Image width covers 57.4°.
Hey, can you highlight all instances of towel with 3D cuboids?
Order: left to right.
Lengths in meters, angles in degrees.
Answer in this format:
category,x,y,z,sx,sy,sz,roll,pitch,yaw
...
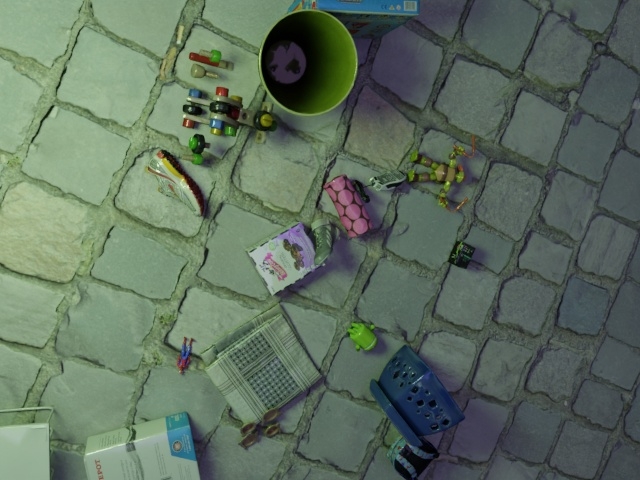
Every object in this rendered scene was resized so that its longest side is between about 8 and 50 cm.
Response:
category,x,y,z,sx,sy,sz,roll,pitch,yaw
towel,-0.188,0.410,1.898,0.312,0.056,0.324,-33,104,-11

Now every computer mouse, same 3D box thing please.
category,x,y,z,sx,sy,sz,roll,pitch,yaw
computer mouse,0.201,-0.183,1.939,0.193,0.106,0.042,-19,134,-21

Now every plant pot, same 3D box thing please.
category,x,y,z,sx,sy,sz,roll,pitch,yaw
plant pot,-0.068,-0.510,1.688,0.274,0.293,0.275,-5,107,-15
plant pot,0.311,0.535,1.986,0.212,0.236,0.236,-38,106,-2

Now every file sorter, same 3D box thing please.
category,x,y,z,sx,sy,sz,roll,pitch,yaw
file sorter,-0.857,0.628,1.650,0.193,0.173,0.278,0,96,-17

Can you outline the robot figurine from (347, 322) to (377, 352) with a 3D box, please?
category,x,y,z,sx,sy,sz,roll,pitch,yaw
robot figurine,0.147,0.329,1.987,0.115,0.067,0.101,44,71,-18

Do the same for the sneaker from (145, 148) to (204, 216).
category,x,y,z,sx,sy,sz,roll,pitch,yaw
sneaker,-0.430,-0.160,1.747,0.092,0.088,0.225,-34,106,10

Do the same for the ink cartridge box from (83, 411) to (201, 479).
category,x,y,z,sx,sy,sz,roll,pitch,yaw
ink cartridge box,-0.536,0.683,1.781,0.307,0.129,0.223,-11,100,-16

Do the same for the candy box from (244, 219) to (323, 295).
category,x,y,z,sx,sy,sz,roll,pitch,yaw
candy box,-0.116,0.055,1.869,0.196,0.070,0.165,-31,105,-12

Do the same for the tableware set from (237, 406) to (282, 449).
category,x,y,z,sx,sy,sz,roll,pitch,yaw
tableware set,-0.197,0.616,1.908,0.168,0.020,0.141,-23,134,-19

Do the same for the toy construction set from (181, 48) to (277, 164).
category,x,y,z,sx,sy,sz,roll,pitch,yaw
toy construction set,-0.261,-0.400,1.723,0.237,0.257,0.309,4,72,-36

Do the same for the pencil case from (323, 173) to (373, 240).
category,x,y,z,sx,sy,sz,roll,pitch,yaw
pencil case,0.086,-0.110,1.903,0.095,0.098,0.209,-32,102,-28

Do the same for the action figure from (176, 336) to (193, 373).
category,x,y,z,sx,sy,sz,roll,pitch,yaw
action figure,-0.427,0.362,1.832,0.038,0.030,0.115,12,95,-24

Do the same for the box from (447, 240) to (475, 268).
category,x,y,z,sx,sy,sz,roll,pitch,yaw
box,0.499,0.051,2.067,0.052,0.062,0.083,25,88,-18

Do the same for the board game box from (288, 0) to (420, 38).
category,x,y,z,sx,sy,sz,roll,pitch,yaw
board game box,0.088,-0.676,1.723,0.308,0.302,0.086,-4,97,-18

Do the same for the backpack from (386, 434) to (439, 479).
category,x,y,z,sx,sy,sz,roll,pitch,yaw
backpack,0.306,0.740,2.039,0.158,0.117,0.173,-48,126,-4

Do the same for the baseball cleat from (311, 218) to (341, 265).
category,x,y,z,sx,sy,sz,roll,pitch,yaw
baseball cleat,0.000,0.000,1.855,0.072,0.206,0.109,-38,101,28

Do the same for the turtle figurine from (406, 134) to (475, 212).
category,x,y,z,sx,sy,sz,roll,pitch,yaw
turtle figurine,0.413,-0.244,1.992,0.217,0.087,0.269,12,102,-11
